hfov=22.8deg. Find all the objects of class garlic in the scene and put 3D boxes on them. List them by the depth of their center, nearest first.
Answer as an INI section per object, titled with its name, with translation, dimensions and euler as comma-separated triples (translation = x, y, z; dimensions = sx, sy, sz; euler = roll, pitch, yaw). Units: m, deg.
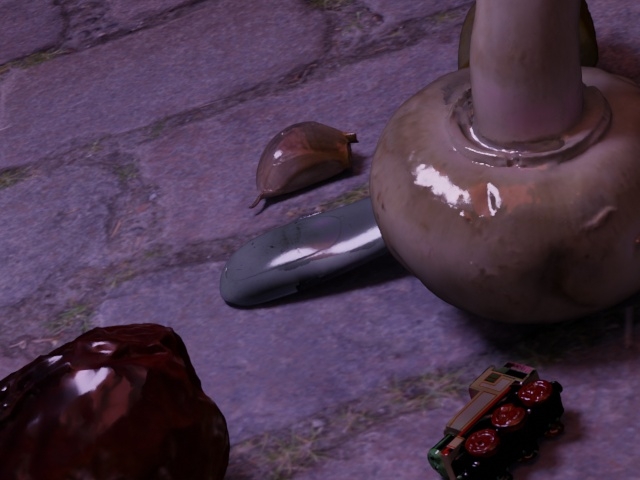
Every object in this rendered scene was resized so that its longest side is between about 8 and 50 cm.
[garlic]
translation = -0.028, -0.100, 1.894
dimensions = 0.152, 0.066, 0.084
euler = -19, 32, -6

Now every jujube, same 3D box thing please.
[jujube]
translation = -0.244, 0.215, 1.375
dimensions = 0.342, 0.216, 0.216
euler = -28, 31, -3

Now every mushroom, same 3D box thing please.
[mushroom]
translation = 0.199, -0.087, 1.547
dimensions = 0.315, 0.315, 0.356
euler = -12, 75, 11

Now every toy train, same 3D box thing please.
[toy train]
translation = 0.150, 0.164, 1.381
dimensions = 0.138, 0.050, 0.087
euler = -39, 31, -30

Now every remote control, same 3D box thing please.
[remote control]
translation = 0.001, 0.001, 1.695
dimensions = 0.256, 0.045, 0.097
euler = -23, 40, 13

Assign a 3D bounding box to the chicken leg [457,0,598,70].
[chicken leg]
translation = 0.209, -0.168, 1.830
dimensions = 0.201, 0.153, 0.429
euler = -11, 36, 37
